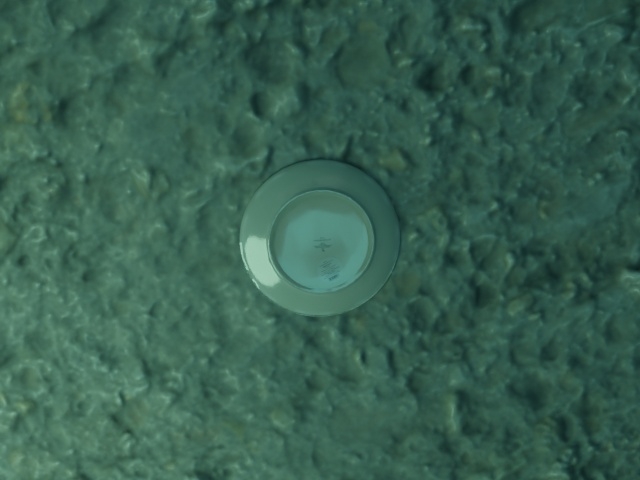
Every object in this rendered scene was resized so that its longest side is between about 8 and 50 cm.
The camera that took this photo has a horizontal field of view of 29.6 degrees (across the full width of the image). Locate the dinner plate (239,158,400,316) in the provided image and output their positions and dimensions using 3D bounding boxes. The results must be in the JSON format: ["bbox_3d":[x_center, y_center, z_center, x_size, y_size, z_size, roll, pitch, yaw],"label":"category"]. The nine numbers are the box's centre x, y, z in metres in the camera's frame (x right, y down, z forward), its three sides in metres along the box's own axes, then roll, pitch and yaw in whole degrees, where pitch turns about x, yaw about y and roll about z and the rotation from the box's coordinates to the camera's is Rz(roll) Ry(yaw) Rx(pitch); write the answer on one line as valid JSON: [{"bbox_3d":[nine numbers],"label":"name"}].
[{"bbox_3d":[0.000,0.000,1.056,0.141,0.017,0.141,-1,103,-3],"label":"dinner plate"}]
